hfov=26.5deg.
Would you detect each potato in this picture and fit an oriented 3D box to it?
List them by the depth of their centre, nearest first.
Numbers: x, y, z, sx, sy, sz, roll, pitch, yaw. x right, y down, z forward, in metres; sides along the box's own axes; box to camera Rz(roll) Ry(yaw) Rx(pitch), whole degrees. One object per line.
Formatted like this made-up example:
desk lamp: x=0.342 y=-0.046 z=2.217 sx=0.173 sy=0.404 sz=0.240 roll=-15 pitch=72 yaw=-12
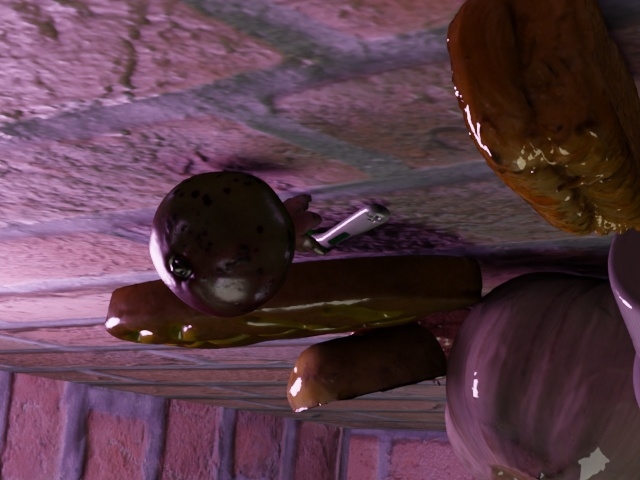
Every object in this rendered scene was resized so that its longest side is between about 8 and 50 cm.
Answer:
potato: x=0.050 y=0.134 z=1.511 sx=0.200 sy=0.081 sz=0.164 roll=-11 pitch=175 yaw=-43

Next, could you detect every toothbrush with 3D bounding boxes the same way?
toothbrush: x=0.001 y=-0.002 z=1.355 sx=0.030 sy=0.030 sz=0.304 roll=10 pitch=165 yaw=-20

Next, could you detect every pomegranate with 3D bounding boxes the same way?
pomegranate: x=-0.074 y=0.003 z=1.176 sx=0.129 sy=0.129 sz=0.159 roll=0 pitch=176 yaw=26

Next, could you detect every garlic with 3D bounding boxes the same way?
garlic: x=0.271 y=0.152 z=1.435 sx=0.317 sy=0.259 sz=0.317 roll=29 pitch=165 yaw=8

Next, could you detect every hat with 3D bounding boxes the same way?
hat: x=0.141 y=0.129 z=1.715 sx=0.236 sy=0.107 sz=0.286 roll=-16 pitch=163 yaw=35

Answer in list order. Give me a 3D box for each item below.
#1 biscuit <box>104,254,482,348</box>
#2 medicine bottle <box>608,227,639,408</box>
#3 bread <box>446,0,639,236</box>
biscuit: x=-0.019 y=0.071 z=1.445 sx=0.394 sy=0.070 sz=0.350 roll=-9 pitch=173 yaw=30
medicine bottle: x=0.347 y=0.115 z=1.012 sx=0.208 sy=0.208 sz=0.340 roll=-3 pitch=132 yaw=35
bread: x=0.135 y=-0.068 z=0.763 sx=0.083 sy=0.114 sz=0.211 roll=-16 pitch=161 yaw=19
